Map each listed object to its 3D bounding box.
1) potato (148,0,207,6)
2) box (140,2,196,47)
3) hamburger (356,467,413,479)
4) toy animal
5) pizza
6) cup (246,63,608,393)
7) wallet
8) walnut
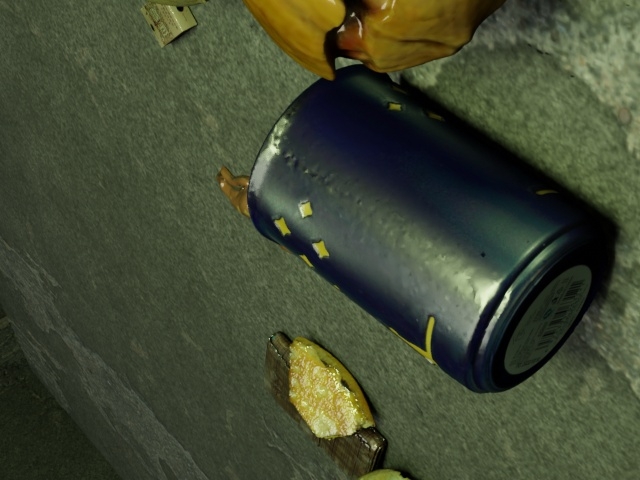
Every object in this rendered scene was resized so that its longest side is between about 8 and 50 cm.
[{"bbox_3d":[-0.175,-0.324,0.988,0.235,0.160,0.178,47,176,-1],"label":"potato"},{"bbox_3d":[-0.179,-0.264,1.213,0.053,0.024,0.083,61,154,-9],"label":"box"},{"bbox_3d":[0.110,0.479,1.362,0.318,0.195,0.277,43,150,19],"label":"hamburger"},{"bbox_3d":[0.000,0.000,1.121,0.224,0.066,0.229,39,180,-34],"label":"toy animal"},{"bbox_3d":[0.008,0.204,1.379,0.160,0.035,0.099,48,125,24],"label":"pizza"},{"bbox_3d":[0.113,-0.008,0.876,0.256,0.255,0.178,38,112,31],"label":"cup"},{"bbox_3d":[0.001,0.240,1.459,0.230,0.042,0.124,41,145,26],"label":"wallet"},{"bbox_3d":[0.006,-0.266,0.672,0.337,0.208,0.209,69,156,5],"label":"walnut"}]
